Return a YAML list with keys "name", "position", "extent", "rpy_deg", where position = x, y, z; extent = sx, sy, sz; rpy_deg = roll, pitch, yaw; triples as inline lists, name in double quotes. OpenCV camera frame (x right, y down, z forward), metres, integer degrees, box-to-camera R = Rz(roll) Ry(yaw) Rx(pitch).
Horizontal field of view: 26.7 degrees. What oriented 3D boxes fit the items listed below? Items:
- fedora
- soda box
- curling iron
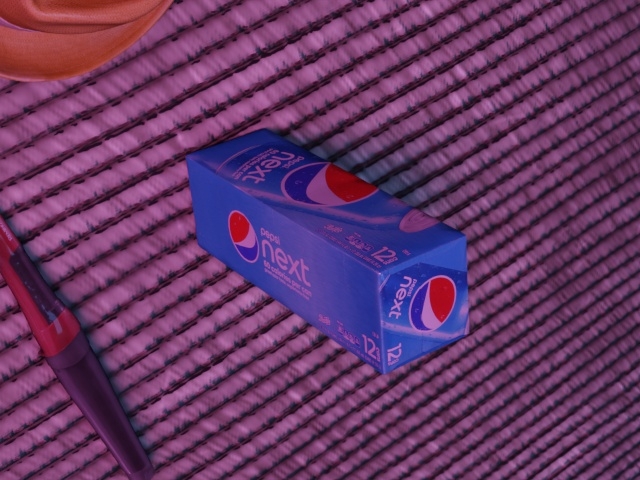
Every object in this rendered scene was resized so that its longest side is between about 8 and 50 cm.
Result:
- name: "fedora"
  position: [-0.130, -0.170, 0.744]
  extent: [0.194, 0.079, 0.194]
  rpy_deg: [-17, 121, -31]
- name: "soda box"
  position: [0.000, 0.000, 0.840]
  extent: [0.067, 0.210, 0.071]
  rpy_deg: [-23, 124, -29]
- name: "curling iron"
  position: [-0.177, 0.067, 0.850]
  extent: [0.068, 0.035, 0.274]
  rpy_deg: [-40, 130, -12]
